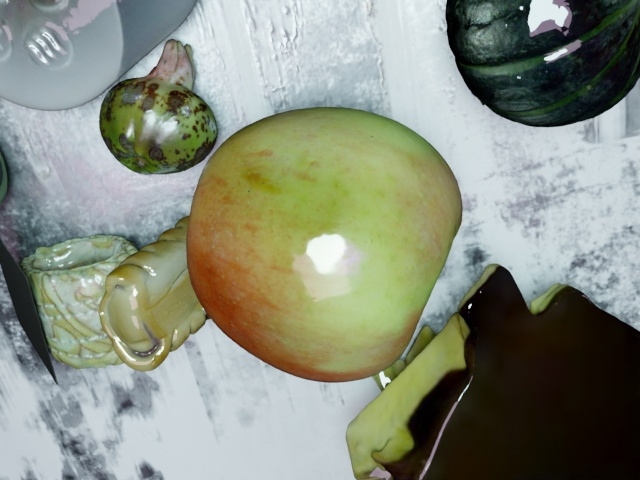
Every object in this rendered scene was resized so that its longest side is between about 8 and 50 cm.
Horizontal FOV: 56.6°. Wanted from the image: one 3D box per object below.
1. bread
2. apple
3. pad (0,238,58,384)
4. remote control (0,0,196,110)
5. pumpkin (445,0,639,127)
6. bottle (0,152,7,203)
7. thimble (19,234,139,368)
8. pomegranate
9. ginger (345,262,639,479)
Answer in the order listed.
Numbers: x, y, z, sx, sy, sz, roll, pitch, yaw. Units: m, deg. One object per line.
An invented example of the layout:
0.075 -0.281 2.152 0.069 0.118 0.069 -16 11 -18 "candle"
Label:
-0.181 0.050 0.755 0.081 0.225 0.134 6 126 42 "bread"
0.000 0.000 0.677 0.277 0.319 0.318 22 112 9 "apple"
-0.398 0.085 0.794 0.003 0.143 0.211 -26 142 -33 "pad"
-0.281 -0.291 0.669 0.332 0.103 0.221 -35 107 13 "remote control"
0.239 -0.248 0.632 0.250 0.216 0.249 -12 113 -29 "pumpkin"
-0.585 -0.049 0.747 0.347 0.168 0.168 -20 110 14 "bottle"
-0.316 0.080 0.806 0.191 0.137 0.143 2 117 26 "thimble"
-0.192 -0.156 0.710 0.138 0.125 0.163 13 111 9 "pomegranate"
0.251 0.198 0.830 0.414 0.211 0.357 7 99 -11 "ginger"
